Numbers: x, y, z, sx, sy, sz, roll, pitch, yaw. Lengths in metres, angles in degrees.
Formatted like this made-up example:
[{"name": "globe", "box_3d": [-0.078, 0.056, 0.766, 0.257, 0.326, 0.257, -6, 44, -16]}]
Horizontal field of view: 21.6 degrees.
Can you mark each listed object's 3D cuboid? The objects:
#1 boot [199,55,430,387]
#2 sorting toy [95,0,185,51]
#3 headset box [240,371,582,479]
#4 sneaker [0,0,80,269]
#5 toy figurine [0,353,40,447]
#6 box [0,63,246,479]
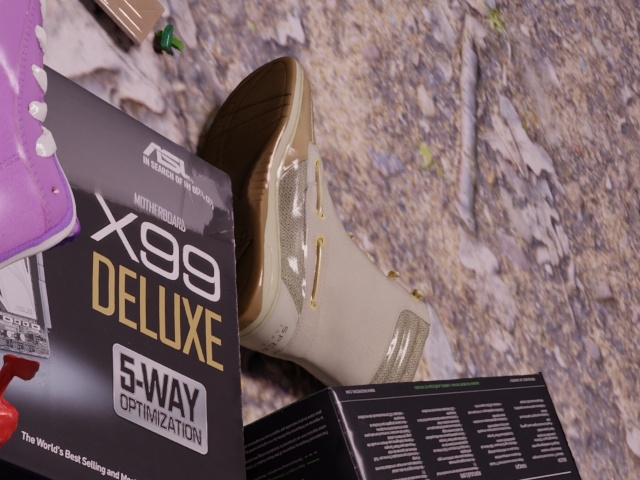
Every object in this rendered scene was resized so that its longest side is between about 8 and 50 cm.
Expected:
[{"name": "boot", "box_3d": [0.000, 0.000, 1.087, 0.165, 0.077, 0.213, 35, 44, -36]}, {"name": "sorting toy", "box_3d": [-0.121, -0.147, 1.088, 0.083, 0.012, 0.062, 47, 28, -17]}, {"name": "headset box", "box_3d": [0.069, 0.230, 0.947, 0.246, 0.131, 0.283, 2, 64, -56]}, {"name": "sneaker", "box_3d": [-0.158, -0.079, 0.756, 0.161, 0.102, 0.282, 49, 43, -24]}, {"name": "toy figurine", "box_3d": [-0.079, 0.224, 0.689, 0.217, 0.191, 0.363, 3, 65, -62]}, {"name": "box", "box_3d": [-0.168, 0.016, 0.822, 0.307, 0.076, 0.242, 31, 42, -39]}]
